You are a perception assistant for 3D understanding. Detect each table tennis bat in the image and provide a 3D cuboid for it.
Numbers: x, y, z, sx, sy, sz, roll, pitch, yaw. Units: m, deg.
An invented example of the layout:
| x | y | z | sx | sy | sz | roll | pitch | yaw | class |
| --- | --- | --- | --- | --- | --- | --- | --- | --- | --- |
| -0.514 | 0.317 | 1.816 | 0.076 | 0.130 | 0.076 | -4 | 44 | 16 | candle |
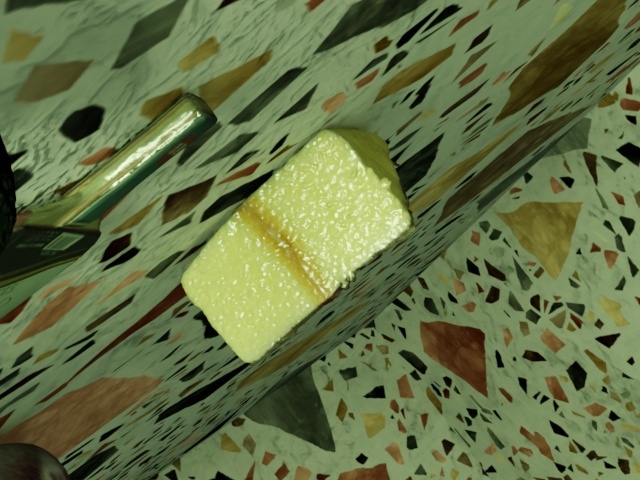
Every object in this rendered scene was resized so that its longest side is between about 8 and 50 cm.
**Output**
| x | y | z | sx | sy | sz | roll | pitch | yaw | class |
| --- | --- | --- | --- | --- | --- | --- | --- | --- | --- |
| -0.193 | 0.001 | 0.767 | 0.301 | 0.022 | 0.173 | -37 | 172 | 8 | table tennis bat |

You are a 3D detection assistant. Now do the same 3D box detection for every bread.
| x | y | z | sx | sy | sz | roll | pitch | yaw | class |
| --- | --- | --- | --- | --- | --- | --- | --- | --- | --- |
| 0.000 | 0.000 | 1.148 | 0.240 | 0.135 | 0.178 | -43 | 170 | 21 | bread |

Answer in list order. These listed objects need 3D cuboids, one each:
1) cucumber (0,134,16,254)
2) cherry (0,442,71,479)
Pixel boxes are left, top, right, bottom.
| x | y | z | sx | sy | sz | roll | pitch | yaw | class |
| --- | --- | --- | --- | --- | --- | --- | --- | --- | --- |
| -0.170 | -0.046 | 0.444 | 0.074 | 0.074 | 0.241 | -36 | 170 | -14 | cucumber |
| -0.371 | 0.336 | 1.238 | 0.213 | 0.184 | 0.266 | 97 | 15 | -53 | cherry |
